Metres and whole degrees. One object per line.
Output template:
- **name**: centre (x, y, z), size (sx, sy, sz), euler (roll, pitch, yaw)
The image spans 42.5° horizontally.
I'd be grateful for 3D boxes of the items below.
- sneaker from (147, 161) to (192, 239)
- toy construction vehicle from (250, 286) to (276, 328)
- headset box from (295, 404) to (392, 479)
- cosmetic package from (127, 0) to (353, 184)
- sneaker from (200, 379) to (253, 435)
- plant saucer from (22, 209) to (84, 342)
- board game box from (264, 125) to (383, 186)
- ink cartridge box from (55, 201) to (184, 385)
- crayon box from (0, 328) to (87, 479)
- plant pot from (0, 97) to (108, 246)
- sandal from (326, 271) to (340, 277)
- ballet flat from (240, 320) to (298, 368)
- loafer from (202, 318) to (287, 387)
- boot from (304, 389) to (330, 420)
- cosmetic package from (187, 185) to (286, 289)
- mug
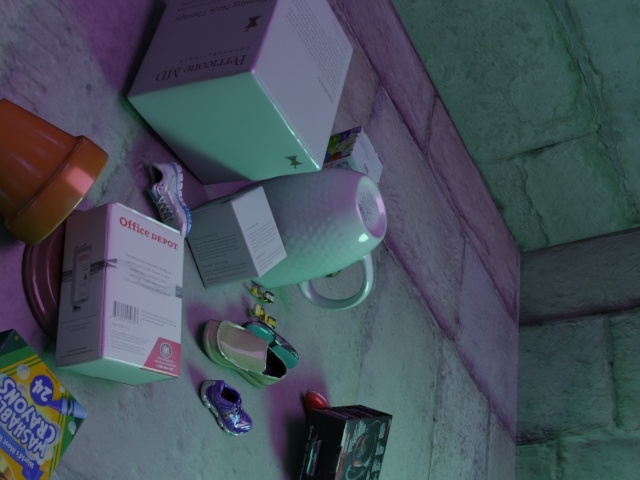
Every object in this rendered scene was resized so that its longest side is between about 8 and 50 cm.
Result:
- **sneaker**: centre (-0.335, -0.083, 1.766), size (0.083, 0.071, 0.191), euler (8, 61, -54)
- **toy construction vehicle**: centre (-0.145, 0.167, 2.029), size (0.098, 0.035, 0.086), euler (39, 50, -54)
- **headset box**: centre (0.053, 0.533, 2.058), size (0.293, 0.110, 0.218), euler (14, 88, -59)
- **cosmetic package**: centre (-0.163, -0.385, 1.867), size (0.327, 0.329, 0.394), euler (53, 41, -46)
- **sneaker**: centre (-0.194, 0.366, 1.795), size (0.170, 0.071, 0.068), euler (55, 34, -35)
- **plant saucer**: centre (-0.431, 0.073, 1.530), size (0.278, 0.041, 0.278), euler (38, 44, -50)
- **board game box**: centre (0.008, -0.178, 2.213), size (0.144, 0.275, 0.142), euler (57, 32, -31)
- **ink cartridge box**: centre (-0.355, 0.101, 1.486), size (0.207, 0.117, 0.283), euler (30, 51, -54)
- **crayon box**: centre (-0.504, 0.318, 1.228), size (0.203, 0.083, 0.323), euler (59, 32, -28)
- **plant pot**: centre (-0.492, -0.126, 1.366), size (0.188, 0.205, 0.205), euler (42, 40, -23)
- **sandal**: centre (0.006, 0.032, 2.349), size (0.180, 0.072, 0.049), euler (51, 14, -31)
- **ballet flat**: centre (-0.129, 0.240, 1.993), size (0.203, 0.074, 0.074), euler (43, 41, -36)
- **loafer**: centre (-0.166, 0.252, 1.878), size (0.268, 0.092, 0.102), euler (43, 42, -46)
- **boot**: centre (-0.009, 0.463, 2.113), size (0.084, 0.059, 0.158), euler (-42, 115, -54)
- **cosmetic package**: centre (-0.197, -0.008, 1.882), size (0.151, 0.151, 0.184), euler (-37, 110, -61)
- **mug**: centre (0.000, 0.000, 2.055), size (0.276, 0.328, 0.374), euler (-38, 111, -60)
